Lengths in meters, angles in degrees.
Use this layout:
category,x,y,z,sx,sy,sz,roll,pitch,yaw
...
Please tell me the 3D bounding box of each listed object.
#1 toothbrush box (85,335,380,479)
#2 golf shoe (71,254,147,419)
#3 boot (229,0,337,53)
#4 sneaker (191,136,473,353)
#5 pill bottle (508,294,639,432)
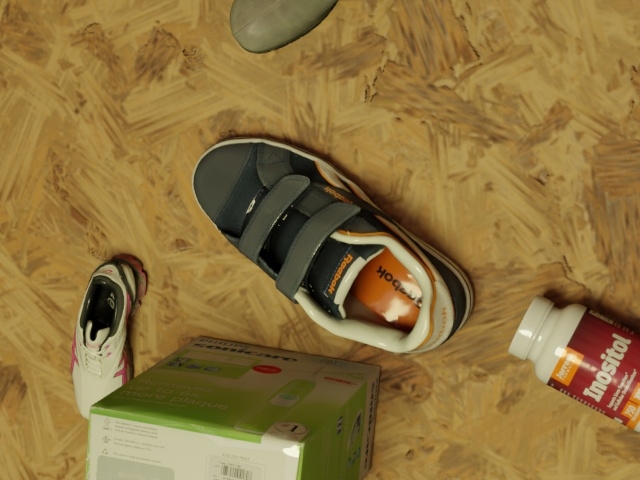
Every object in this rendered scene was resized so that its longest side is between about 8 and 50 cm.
category,x,y,z,sx,sy,sz,roll,pitch,yaw
toothbrush box,-0.077,0.194,1.456,0.206,0.283,0.122,8,101,16
golf shoe,-0.237,0.109,1.595,0.067,0.086,0.186,13,104,13
boot,-0.009,-0.263,1.421,0.246,0.161,0.083,-33,88,19
sneaker,0.000,0.000,1.485,0.321,0.127,0.126,30,108,11
pill bottle,0.262,0.115,1.445,0.152,0.086,0.086,27,106,11
